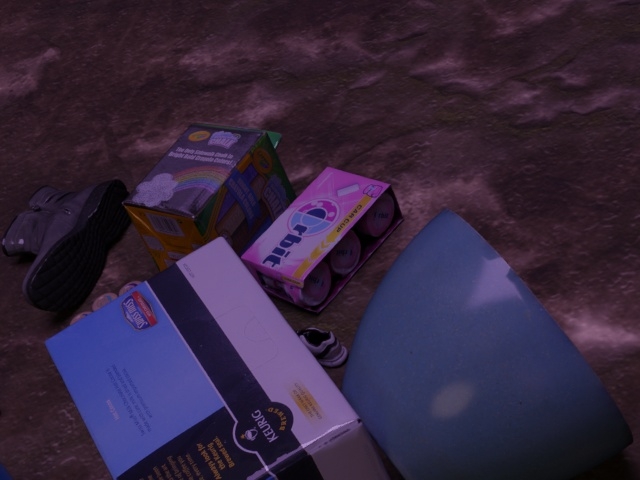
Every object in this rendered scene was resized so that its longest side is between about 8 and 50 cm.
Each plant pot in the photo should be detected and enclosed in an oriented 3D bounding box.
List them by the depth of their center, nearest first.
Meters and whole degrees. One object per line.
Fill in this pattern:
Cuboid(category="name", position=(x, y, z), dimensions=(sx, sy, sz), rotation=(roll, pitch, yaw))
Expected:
Cuboid(category="plant pot", position=(0.135, 0.141, 1.464), dimensions=(0.195, 0.290, 0.290), rotation=(-38, 40, -2))

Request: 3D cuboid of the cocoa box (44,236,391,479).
Cuboid(category="cocoa box", position=(-0.094, 0.209, 1.527), dimensions=(0.228, 0.231, 0.347), rotation=(-31, 40, -8))

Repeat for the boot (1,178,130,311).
Cuboid(category="boot", position=(-0.368, 0.012, 2.028), dimensions=(0.161, 0.083, 0.246), rotation=(-6, 36, 31))

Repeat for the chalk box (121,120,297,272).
Cuboid(category="chalk box", position=(-0.126, -0.063, 1.934), dimensions=(0.132, 0.132, 0.213), rotation=(11, 50, 37))

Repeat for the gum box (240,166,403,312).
Cuboid(category="gum box", position=(0.000, 0.000, 1.851), dimensions=(0.107, 0.062, 0.188), rotation=(18, 55, 40))

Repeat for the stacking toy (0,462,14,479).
Cuboid(category="stacking toy", position=(-0.490, 0.315, 1.675), dimensions=(0.302, 0.166, 0.175), rotation=(-1, 41, 33))

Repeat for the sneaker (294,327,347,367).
Cuboid(category="sneaker", position=(-0.020, 0.116, 1.746), dimensions=(0.109, 0.044, 0.040), rotation=(4, 49, 33))

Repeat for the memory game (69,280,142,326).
Cuboid(category="memory game", position=(-0.242, 0.115, 1.884), dimensions=(0.186, 0.012, 0.186), rotation=(-14, 39, 12))
